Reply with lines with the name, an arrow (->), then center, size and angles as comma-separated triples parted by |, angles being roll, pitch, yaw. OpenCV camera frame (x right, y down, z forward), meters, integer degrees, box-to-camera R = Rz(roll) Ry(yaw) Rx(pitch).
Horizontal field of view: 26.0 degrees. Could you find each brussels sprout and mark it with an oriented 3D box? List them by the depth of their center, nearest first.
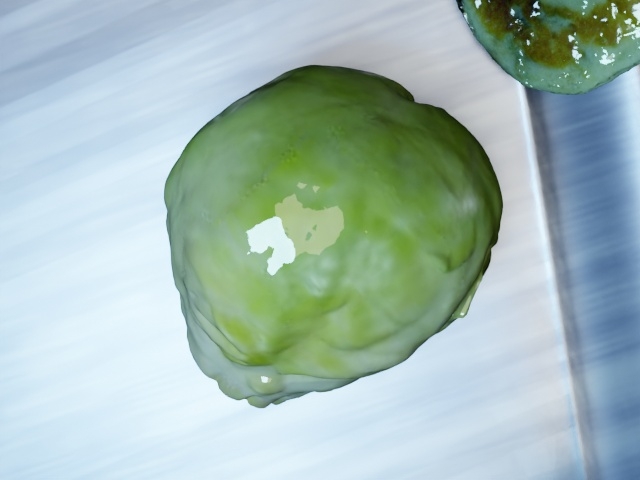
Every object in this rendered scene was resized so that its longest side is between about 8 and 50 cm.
brussels sprout -> -0.003, -0.012, 1.220 | 0.316, 0.242, 0.274 | -33, 116, 10

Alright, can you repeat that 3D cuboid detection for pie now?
pie -> 0.214, -0.239, 1.213 | 0.240, 0.054, 0.240 | 14, 116, 33
